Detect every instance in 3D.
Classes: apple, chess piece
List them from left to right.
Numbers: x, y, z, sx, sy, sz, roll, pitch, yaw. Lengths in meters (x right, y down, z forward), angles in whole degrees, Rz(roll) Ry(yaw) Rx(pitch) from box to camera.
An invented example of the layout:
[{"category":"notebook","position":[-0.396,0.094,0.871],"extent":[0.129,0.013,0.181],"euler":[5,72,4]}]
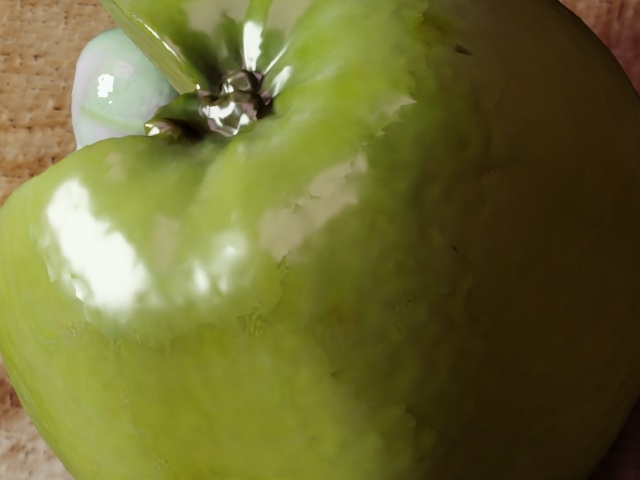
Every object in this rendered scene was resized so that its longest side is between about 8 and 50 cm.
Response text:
[{"category":"chess piece","position":[-0.059,-0.145,0.961],"extent":[0.139,0.139,0.272],"euler":[33,89,34]},{"category":"apple","position":[0.000,0.000,0.764],"extent":[0.292,0.254,0.292],"euler":[-8,62,16]}]
